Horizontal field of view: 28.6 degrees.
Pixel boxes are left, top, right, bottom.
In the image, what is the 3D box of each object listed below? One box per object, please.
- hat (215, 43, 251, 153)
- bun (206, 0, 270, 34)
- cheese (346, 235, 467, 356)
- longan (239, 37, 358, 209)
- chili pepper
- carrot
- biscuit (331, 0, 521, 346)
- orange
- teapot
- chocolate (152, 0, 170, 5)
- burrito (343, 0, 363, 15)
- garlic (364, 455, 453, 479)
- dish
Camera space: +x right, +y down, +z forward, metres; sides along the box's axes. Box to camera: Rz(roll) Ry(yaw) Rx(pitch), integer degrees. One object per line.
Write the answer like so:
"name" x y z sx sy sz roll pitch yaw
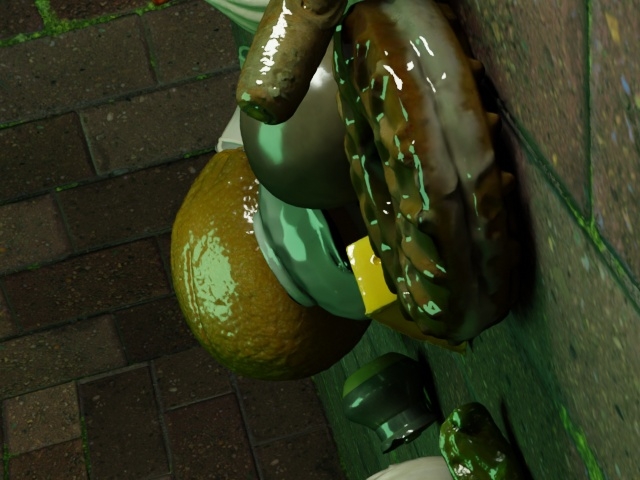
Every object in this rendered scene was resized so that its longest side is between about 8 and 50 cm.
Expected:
"hat" -0.072 -0.208 2.080 0.226 0.164 0.219 -128 51 -73
"bun" -0.120 -0.424 1.932 0.263 0.175 0.263 166 90 -85
"cheese" 0.123 0.053 1.366 0.171 0.126 0.093 49 -161 -51
"longan" 0.001 -0.132 1.427 0.220 0.197 0.196 176 79 -80
"chili pepper" 0.184 0.267 1.291 0.204 0.072 0.073 65 -172 28
"carrot" 0.002 -0.253 1.127 0.070 0.070 0.342 87 -160 -64
"biscuit" 0.091 -0.071 1.150 0.332 0.103 0.332 166 90 -85
"orange" -0.072 0.029 1.901 0.322 0.322 0.357 -131 24 -77
"teapot" 0.107 0.227 1.775 0.119 0.130 0.166 58 -157 14
"chocolate" -0.098 -0.365 1.383 0.237 0.235 0.108 -81 -32 -62
"burrito" 0.033 -0.303 1.342 0.275 0.059 0.082 95 152 -74
"garlic" 0.116 0.350 1.390 0.210 0.292 0.237 104 -169 -65
"dish" 0.000 0.000 1.637 0.303 0.120 0.303 53 -164 -23
